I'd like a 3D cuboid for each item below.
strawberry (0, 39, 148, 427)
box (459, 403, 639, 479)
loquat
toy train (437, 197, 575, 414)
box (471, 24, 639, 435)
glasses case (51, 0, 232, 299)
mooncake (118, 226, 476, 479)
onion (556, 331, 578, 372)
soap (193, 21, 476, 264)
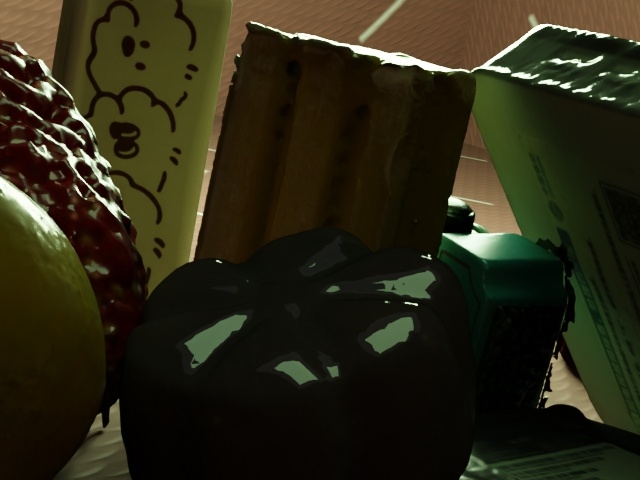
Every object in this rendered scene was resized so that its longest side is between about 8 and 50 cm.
[{"bbox_3d":[-0.257,0.018,1.340,0.343,0.292,0.292,48,23,17],"label":"strawberry"},{"bbox_3d":[0.181,0.188,1.236,0.290,0.073,0.289,-2,15,-45],"label":"box"},{"bbox_3d":[-0.243,0.067,1.088,0.244,0.244,0.244,10,9,-2],"label":"loquat"},{"bbox_3d":[0.108,0.075,1.472,0.112,0.203,0.163,-3,24,-36],"label":"toy train"},{"bbox_3d":[0.294,0.038,1.395,0.111,0.396,0.396,-32,25,-17],"label":"box"},{"bbox_3d":[-0.178,-0.080,1.651,0.144,0.336,0.076,5,11,-26],"label":"glasses case"},{"bbox_3d":[-0.014,0.093,1.185,0.245,0.133,0.245,-9,25,4],"label":"mooncake"},{"bbox_3d":[0.393,0.036,1.879,0.282,0.260,0.336,-2,15,-35],"label":"onion"},{"bbox_3d":[0.000,0.000,1.438,0.199,0.315,0.091,17,10,42],"label":"soap"}]
